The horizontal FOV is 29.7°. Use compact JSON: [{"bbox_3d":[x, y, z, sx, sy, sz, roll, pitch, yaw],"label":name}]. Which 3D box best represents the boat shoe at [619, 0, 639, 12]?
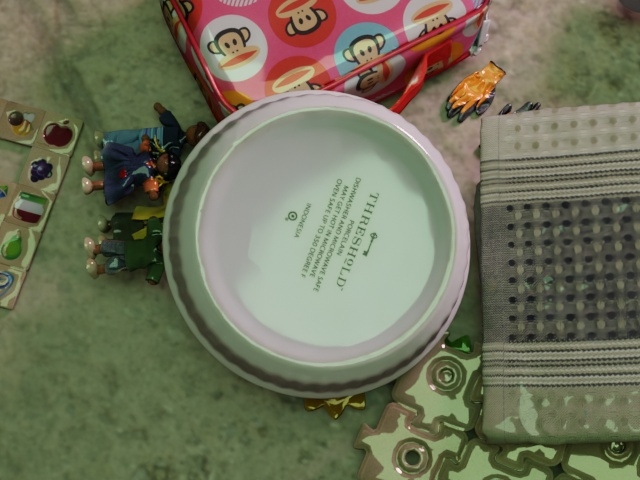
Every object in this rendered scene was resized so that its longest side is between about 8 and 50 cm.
[{"bbox_3d":[0.410,-0.248,1.122,0.258,0.095,0.084,11,76,5],"label":"boat shoe"}]

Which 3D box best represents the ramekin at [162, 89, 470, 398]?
[{"bbox_3d":[0.000,0.000,1.007,0.273,0.127,0.272,0,87,-3],"label":"ramekin"}]

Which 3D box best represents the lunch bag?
[{"bbox_3d":[0.010,-0.221,1.143,0.293,0.120,0.258,-25,75,-6],"label":"lunch bag"}]

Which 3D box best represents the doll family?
[{"bbox_3d":[-0.156,-0.046,1.120,0.111,0.076,0.193,-10,75,12],"label":"doll family"}]

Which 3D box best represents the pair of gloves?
[{"bbox_3d":[0.167,-0.127,1.169,0.074,0.010,0.083,-42,78,-10],"label":"pair of gloves"}]

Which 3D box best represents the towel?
[{"bbox_3d":[0.291,0.021,1.035,0.324,0.056,0.312,-3,72,17],"label":"towel"}]

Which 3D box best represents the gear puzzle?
[{"bbox_3d":[0.124,0.175,1.071,0.339,0.044,0.175,22,77,10],"label":"gear puzzle"}]

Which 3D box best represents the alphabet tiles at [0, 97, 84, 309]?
[{"bbox_3d":[-0.372,-0.057,1.164,0.237,0.009,0.198,16,75,6],"label":"alphabet tiles"}]
